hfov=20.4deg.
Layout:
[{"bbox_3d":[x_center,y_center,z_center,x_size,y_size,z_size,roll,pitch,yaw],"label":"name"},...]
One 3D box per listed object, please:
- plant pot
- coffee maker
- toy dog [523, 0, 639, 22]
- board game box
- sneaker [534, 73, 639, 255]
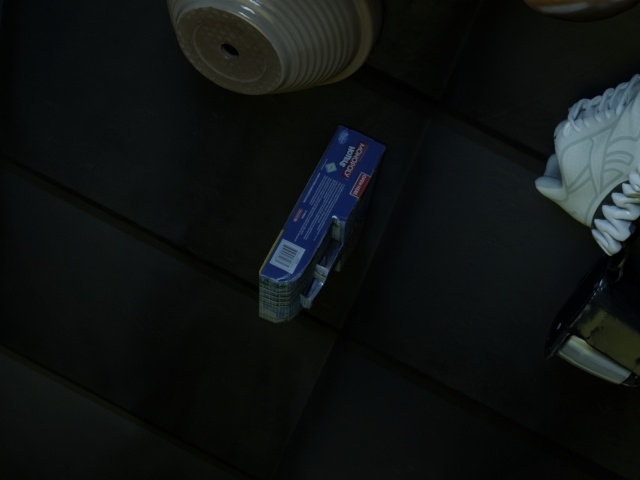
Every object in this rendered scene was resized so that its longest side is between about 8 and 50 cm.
[{"bbox_3d":[-0.065,-0.221,1.748,0.237,0.109,0.237,20,146,14],"label":"plant pot"},{"bbox_3d":[0.349,0.101,1.853,0.178,0.120,0.171,31,147,-3],"label":"coffee maker"},{"bbox_3d":[0.135,-0.331,1.253,0.395,0.284,0.408,-1,162,28],"label":"toy dog"},{"bbox_3d":[0.000,0.000,1.962,0.060,0.194,0.194,26,161,8],"label":"board game box"},{"bbox_3d":[0.282,-0.097,1.659,0.118,0.110,0.292,35,148,9],"label":"sneaker"}]
